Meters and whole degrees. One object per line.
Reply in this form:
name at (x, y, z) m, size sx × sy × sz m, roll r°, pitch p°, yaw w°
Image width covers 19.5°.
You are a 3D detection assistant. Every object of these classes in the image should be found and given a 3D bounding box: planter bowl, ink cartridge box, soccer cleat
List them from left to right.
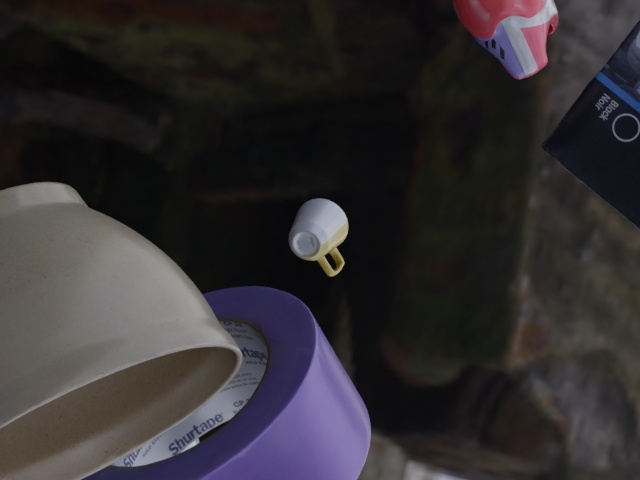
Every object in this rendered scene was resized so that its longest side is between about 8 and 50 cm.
planter bowl at (-0.131, 0.042, 0.840) m, size 0.109 × 0.162 × 0.162 m, roll 62°, pitch -6°, yaw 15°
soccer cleat at (0.144, -0.190, 1.420) m, size 0.248 × 0.083 × 0.095 m, roll -65°, pitch 134°, yaw -72°
ink cartridge box at (0.358, -0.037, 1.511) m, size 0.165 × 0.333 × 0.065 m, roll -54°, pitch 167°, yaw 15°

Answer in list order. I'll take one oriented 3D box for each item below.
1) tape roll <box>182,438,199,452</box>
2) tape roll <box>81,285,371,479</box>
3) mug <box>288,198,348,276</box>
tape roll at (-0.297, 0.257, 1.773) m, size 0.072 × 0.392 × 0.392 m, roll 56°, pitch 38°, yaw -37°
tape roll at (-0.070, 0.119, 1.128) m, size 0.080 × 0.189 × 0.189 m, roll 59°, pitch 31°, yaw -30°
mug at (0.000, -0.004, 2.110) m, size 0.062 × 0.078 × 0.064 m, roll -60°, pitch 176°, yaw 28°
